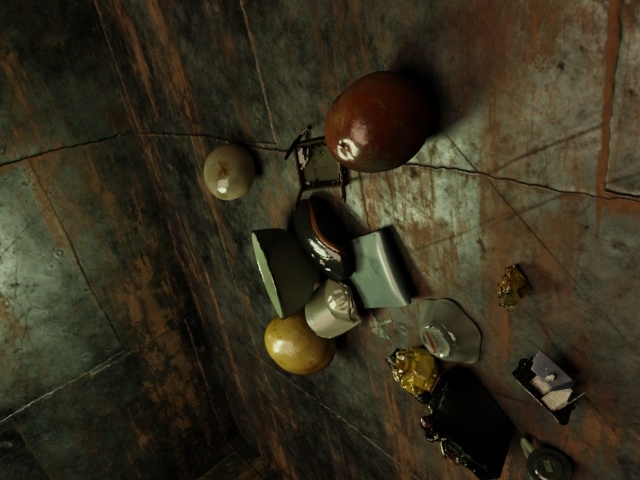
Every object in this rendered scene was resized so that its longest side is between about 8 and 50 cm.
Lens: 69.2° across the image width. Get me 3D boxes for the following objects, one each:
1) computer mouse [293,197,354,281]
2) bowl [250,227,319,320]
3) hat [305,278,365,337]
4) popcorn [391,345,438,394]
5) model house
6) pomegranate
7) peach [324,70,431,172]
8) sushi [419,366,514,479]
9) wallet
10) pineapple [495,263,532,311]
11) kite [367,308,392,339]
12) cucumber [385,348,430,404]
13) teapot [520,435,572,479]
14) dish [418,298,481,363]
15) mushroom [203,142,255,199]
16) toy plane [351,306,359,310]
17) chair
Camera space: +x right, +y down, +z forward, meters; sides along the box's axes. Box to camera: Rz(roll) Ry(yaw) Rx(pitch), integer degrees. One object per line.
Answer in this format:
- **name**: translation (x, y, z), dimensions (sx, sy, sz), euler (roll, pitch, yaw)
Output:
- **computer mouse**: translation (-0.005, 0.001, 1.590), dimensions (0.323, 0.116, 0.183), euler (58, 156, 22)
- **bowl**: translation (-0.120, 0.103, 1.742), dimensions (0.354, 0.185, 0.354), euler (160, 90, -77)
- **hat**: translation (0.032, 0.245, 1.672), dimensions (0.244, 0.149, 0.214), euler (-38, 70, 12)
- **popcorn**: translation (0.306, 0.418, 1.495), dimensions (0.167, 0.152, 0.149), euler (-14, 62, 59)
- **model house**: translation (0.565, 0.340, 1.119), dimensions (0.167, 0.117, 0.088), euler (48, 129, 22)
- **pomegranate**: translation (-0.082, 0.405, 1.872), dimensions (0.307, 0.307, 0.308), euler (33, 138, 36)
- **peach**: translation (0.132, -0.275, 1.117), dimensions (0.252, 0.252, 0.253), euler (33, 138, 36)
- **sushi**: translation (0.423, 0.556, 1.401), dimensions (0.227, 0.215, 0.212), euler (34, 148, 3)
- **wallet**: translation (0.170, 0.101, 1.516), dimensions (0.290, 0.054, 0.252), euler (-18, 94, 63)
- **pineapple**: translation (0.457, 0.129, 1.109), dimensions (0.077, 0.114, 0.114), euler (22, 138, 20)
- **kite**: translation (0.209, 0.297, 1.651), dimensions (0.137, 0.005, 0.153), euler (52, 145, 13)
- **cucumber**: translation (0.307, 0.482, 1.617), dimensions (0.058, 0.052, 0.215), euler (-40, 80, 21)
- **teapot**: translation (0.606, 0.632, 1.270), dimensions (0.149, 0.111, 0.108), euler (19, 143, 39)
- **dish**: translation (0.358, 0.283, 1.367), dimensions (0.229, 0.081, 0.230), euler (34, 139, 36)
- **mushroom**: translation (-0.355, -0.271, 1.849), dimensions (0.226, 0.178, 0.227), euler (-6, 79, 35)
- **toy plane**: translation (0.118, 0.261, 1.723), dimensions (0.083, 0.033, 0.080), euler (-30, 88, 50)
- **chair**: translation (-0.007, -0.232, 1.421), dimensions (0.272, 0.166, 0.188), euler (-89, -10, -62)
